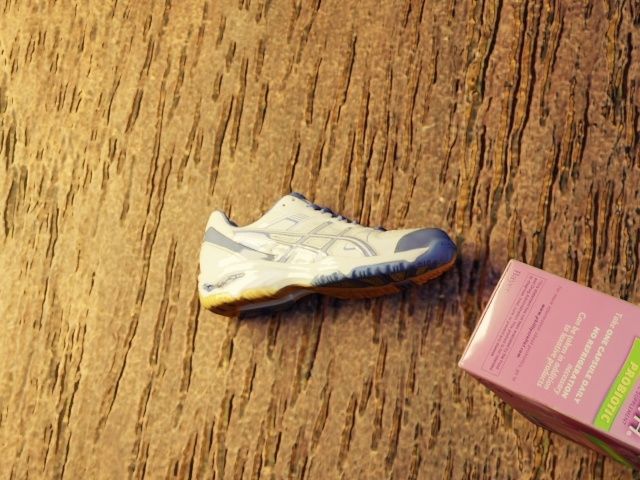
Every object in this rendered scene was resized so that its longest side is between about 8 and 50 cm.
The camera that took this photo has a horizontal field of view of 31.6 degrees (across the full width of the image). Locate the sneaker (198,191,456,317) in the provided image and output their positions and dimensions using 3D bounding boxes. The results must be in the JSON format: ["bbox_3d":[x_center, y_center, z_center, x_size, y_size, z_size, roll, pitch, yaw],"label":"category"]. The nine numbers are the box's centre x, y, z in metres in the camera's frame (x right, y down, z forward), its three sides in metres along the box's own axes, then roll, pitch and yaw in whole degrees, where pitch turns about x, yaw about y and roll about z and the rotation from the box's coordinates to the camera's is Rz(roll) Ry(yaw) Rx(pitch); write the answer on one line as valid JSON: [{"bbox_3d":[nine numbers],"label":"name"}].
[{"bbox_3d":[0.000,0.000,1.262,0.297,0.112,0.131,-8,71,12],"label":"sneaker"}]

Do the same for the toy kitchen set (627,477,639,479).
[{"bbox_3d":[0.251,0.355,1.105,0.207,0.122,0.166,-36,67,24],"label":"toy kitchen set"}]

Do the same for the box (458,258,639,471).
[{"bbox_3d":[0.290,0.142,1.057,0.243,0.213,0.117,21,80,35],"label":"box"}]
